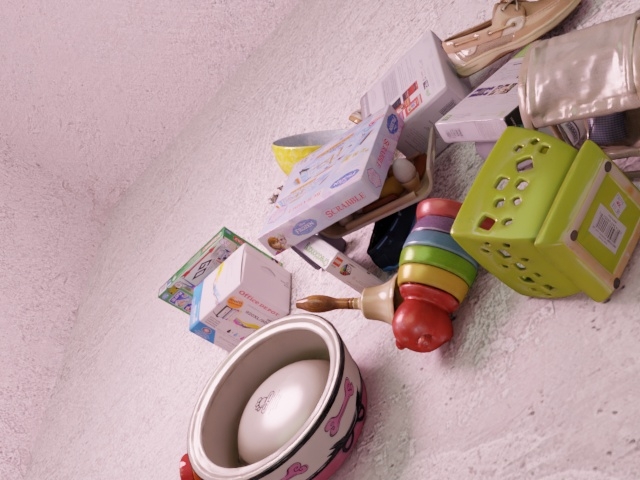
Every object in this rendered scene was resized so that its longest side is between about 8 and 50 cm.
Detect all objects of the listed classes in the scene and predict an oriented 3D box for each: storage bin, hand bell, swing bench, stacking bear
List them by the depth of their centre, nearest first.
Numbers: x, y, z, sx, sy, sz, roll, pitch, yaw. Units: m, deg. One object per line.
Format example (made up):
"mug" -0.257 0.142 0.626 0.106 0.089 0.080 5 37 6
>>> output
"swing bench" 0.492 -0.228 1.337 0.253 0.254 0.165 -4 56 59
"stacking bear" 0.224 0.080 1.569 0.175 0.164 0.289 -10 55 56
"hand bell" 0.059 0.132 1.695 0.242 0.126 0.126 -3 52 23
"storage bin" 0.000 0.000 2.079 0.091 0.135 0.098 -16 45 37

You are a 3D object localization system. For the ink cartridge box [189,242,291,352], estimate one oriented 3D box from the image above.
"ink cartridge box" -0.217 0.163 2.201 0.232 0.171 0.168 -41 29 28

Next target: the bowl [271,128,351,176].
"bowl" 0.018 -0.207 2.210 0.289 0.289 0.156 -154 55 -64

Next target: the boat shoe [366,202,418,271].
"boat shoe" 0.168 -0.053 1.883 0.109 0.089 0.258 -33 33 38

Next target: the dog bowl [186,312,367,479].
"dog bowl" -0.079 0.357 1.689 0.408 0.150 0.408 -30 33 22

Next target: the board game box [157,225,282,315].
"board game box" -0.292 0.116 2.339 0.317 0.213 0.046 -41 29 29

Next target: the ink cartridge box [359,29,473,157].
"ink cartridge box" 0.241 -0.339 2.045 0.272 0.130 0.309 -41 29 28

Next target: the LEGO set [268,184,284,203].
"LEGO set" -0.140 -0.142 2.608 0.083 0.023 0.054 -51 25 -21

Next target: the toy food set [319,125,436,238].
"toy food set" 0.130 -0.141 1.867 0.306 0.092 0.220 -25 26 24

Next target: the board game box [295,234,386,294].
"board game box" 0.040 0.053 1.862 0.053 0.193 0.305 -55 25 0

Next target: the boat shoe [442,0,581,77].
"boat shoe" 0.438 -0.501 1.863 0.341 0.110 0.122 -28 15 32

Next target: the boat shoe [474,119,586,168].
"boat shoe" 0.425 -0.213 1.632 0.088 0.096 0.267 -38 11 -26

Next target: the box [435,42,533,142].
"box" 0.421 -0.316 1.672 0.322 0.058 0.232 -41 21 -17

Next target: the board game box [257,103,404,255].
"board game box" 0.027 -0.140 1.860 0.318 0.066 0.318 -29 25 35

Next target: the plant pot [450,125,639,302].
"plant pot" 0.393 -0.035 1.332 0.207 0.228 0.227 14 71 55

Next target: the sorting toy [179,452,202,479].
"sorting toy" -0.249 0.619 1.824 0.126 0.127 0.366 -24 33 14

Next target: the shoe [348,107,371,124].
"shoe" 0.127 -0.346 2.232 0.058 0.076 0.219 -65 -4 15
